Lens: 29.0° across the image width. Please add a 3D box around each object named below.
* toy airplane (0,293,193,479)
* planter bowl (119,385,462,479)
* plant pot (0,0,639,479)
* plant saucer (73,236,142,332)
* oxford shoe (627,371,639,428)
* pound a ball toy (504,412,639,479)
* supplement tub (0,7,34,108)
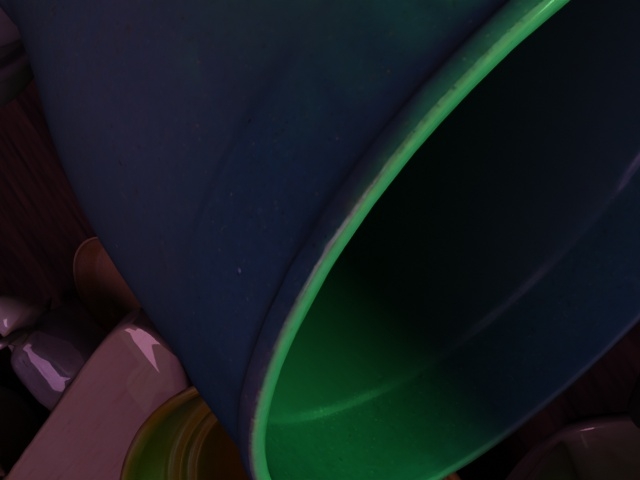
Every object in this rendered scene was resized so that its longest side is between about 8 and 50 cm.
[{"bbox_3d":[-0.225,0.214,0.861,0.386,0.272,0.384,-13,127,7],"label":"toy airplane"},{"bbox_3d":[0.002,0.150,0.710,0.217,0.090,0.217,8,116,17],"label":"planter bowl"},{"bbox_3d":[0.010,-0.080,0.478,0.255,0.272,0.271,46,137,28],"label":"plant pot"},{"bbox_3d":[-0.125,0.032,0.806,0.083,0.015,0.083,20,127,28],"label":"plant saucer"},{"bbox_3d":[0.243,0.075,0.498,0.227,0.083,0.096,22,117,21],"label":"oxford shoe"},{"bbox_3d":[0.143,0.230,0.579,0.136,0.208,0.319,-13,108,42],"label":"pound a ball toy"},{"bbox_3d":[-0.192,-0.225,0.552,0.228,0.228,0.316,38,134,14],"label":"supplement tub"}]
